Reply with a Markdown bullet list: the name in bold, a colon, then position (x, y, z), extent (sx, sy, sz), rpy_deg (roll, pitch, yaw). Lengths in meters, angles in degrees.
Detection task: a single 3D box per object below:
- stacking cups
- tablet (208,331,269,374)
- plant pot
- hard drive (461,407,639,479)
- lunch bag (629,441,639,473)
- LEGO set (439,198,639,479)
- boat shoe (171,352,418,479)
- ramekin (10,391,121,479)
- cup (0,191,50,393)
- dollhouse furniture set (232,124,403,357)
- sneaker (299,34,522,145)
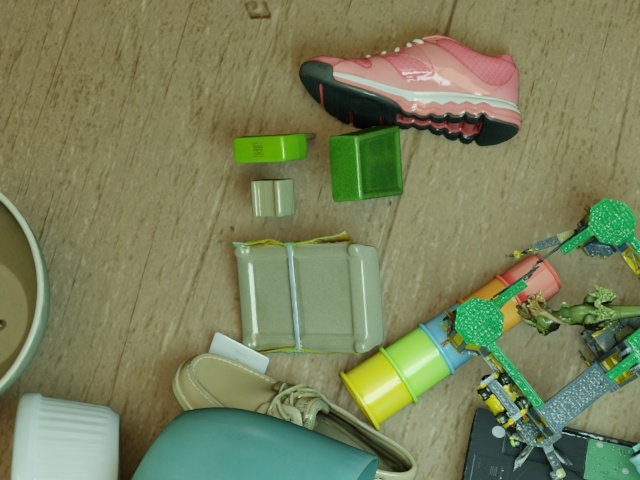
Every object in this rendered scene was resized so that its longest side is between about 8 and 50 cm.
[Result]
- **stacking cups**: position (0.177, 0.128, 1.716), extent (0.316, 0.096, 0.096), rpy_deg (-34, 79, -8)
- **tablet**: position (-0.113, 0.163, 1.744), extent (0.083, 0.006, 0.054), rpy_deg (27, 125, 8)
- **plant pot**: position (-0.101, 0.334, 1.515), extent (0.235, 0.293, 0.293), rpy_deg (26, 82, 12)
- **hard drive**: position (0.341, 0.358, 1.618), extent (0.338, 0.064, 0.237), rpy_deg (11, 52, 6)
- **lunch bag**: position (0.539, 0.270, 1.550), extent (0.262, 0.160, 0.223), rpy_deg (-38, 83, 1)
- **LEGO set**: position (0.312, 0.121, 1.640), extent (0.331, 0.192, 0.255), rpy_deg (-43, 81, -15)
- **boat shoe**: position (-0.031, 0.233, 1.668), extent (0.341, 0.110, 0.122), rpy_deg (29, 43, 1)
- **ramekin**: position (-0.317, 0.327, 1.621), extent (0.127, 0.273, 0.273), rpy_deg (-1, 79, -8)
- **cup**: position (-0.497, 0.085, 1.683), extent (0.331, 0.237, 0.331), rpy_deg (-1, 80, 3)
- **dollhouse furniture set**: position (0.000, 0.000, 1.755), extent (0.197, 0.151, 0.302), rpy_deg (-1, 97, 24)
- **sneaker**: position (0.129, -0.225, 1.779), extent (0.313, 0.116, 0.136), rpy_deg (11, 70, -1)
